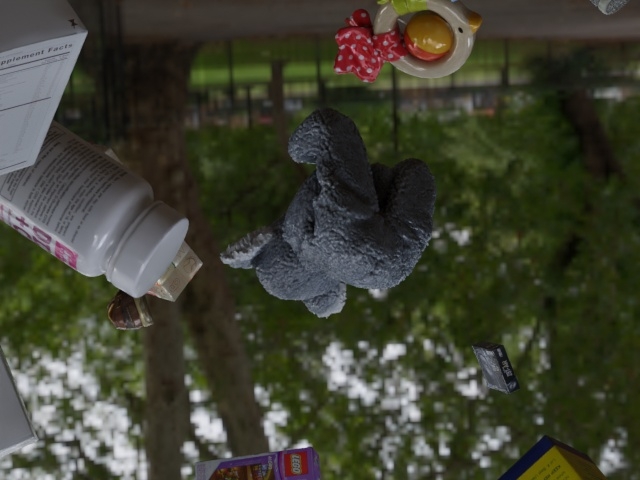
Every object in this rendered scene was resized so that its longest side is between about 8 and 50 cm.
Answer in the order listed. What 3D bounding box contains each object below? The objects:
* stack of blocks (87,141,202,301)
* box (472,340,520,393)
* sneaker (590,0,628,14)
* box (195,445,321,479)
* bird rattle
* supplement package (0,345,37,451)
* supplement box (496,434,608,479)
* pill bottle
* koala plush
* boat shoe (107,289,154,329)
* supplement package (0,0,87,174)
[{"bbox_3d":[-0.346,-0.037,2.221,0.171,0.297,0.087,14,-121,42],"label":"stack of blocks"},{"bbox_3d":[0.245,0.176,1.880,0.018,0.067,0.083,-23,-174,-13],"label":"box"},{"bbox_3d":[0.481,-0.466,2.071,0.222,0.118,0.083,-43,158,9],"label":"sneaker"},{"bbox_3d":[-0.094,0.488,2.148,0.201,0.293,0.057,-9,153,10],"label":"box"},{"bbox_3d":[0.140,-0.333,2.142,0.207,0.253,0.143,29,-143,-1],"label":"bird rattle"},{"bbox_3d":[-0.478,0.194,1.657,0.198,0.199,0.262,-22,175,-13],"label":"supplement package"},{"bbox_3d":[0.421,0.510,2.089,0.195,0.194,0.356,30,-162,-53],"label":"supplement box"},{"bbox_3d":[-0.337,-0.050,1.889,0.283,0.160,0.160,33,-167,8],"label":"pill bottle"},{"bbox_3d":[0.000,0.000,1.577,0.196,0.203,0.221,30,134,-29],"label":"koala plush"},{"bbox_3d":[-0.294,0.100,2.029,0.060,0.064,0.178,-20,-171,-10],"label":"boat shoe"},{"bbox_3d":[-0.374,-0.187,1.484,0.139,0.134,0.244,-22,159,-38],"label":"supplement package"}]
